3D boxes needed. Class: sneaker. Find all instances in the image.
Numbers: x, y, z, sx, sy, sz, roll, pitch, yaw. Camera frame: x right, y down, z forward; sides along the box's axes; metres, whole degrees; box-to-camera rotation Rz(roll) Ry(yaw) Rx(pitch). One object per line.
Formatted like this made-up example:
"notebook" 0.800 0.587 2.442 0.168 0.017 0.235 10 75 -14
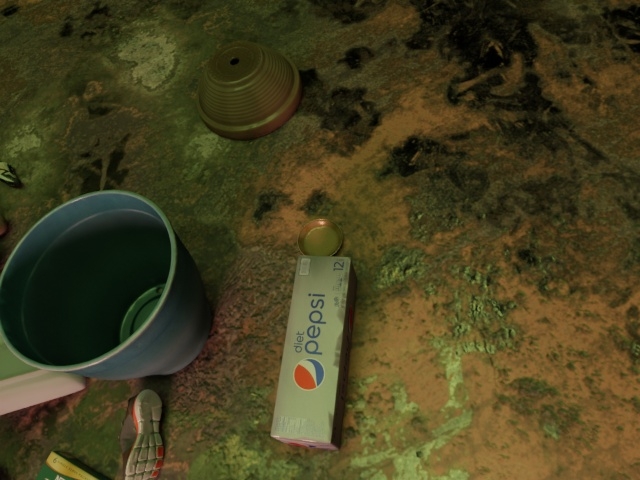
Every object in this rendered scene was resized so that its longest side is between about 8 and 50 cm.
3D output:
"sneaker" -0.294 0.324 0.854 0.065 0.061 0.157 -20 56 33
"sneaker" -0.705 -0.153 1.187 0.109 0.040 0.043 26 70 23

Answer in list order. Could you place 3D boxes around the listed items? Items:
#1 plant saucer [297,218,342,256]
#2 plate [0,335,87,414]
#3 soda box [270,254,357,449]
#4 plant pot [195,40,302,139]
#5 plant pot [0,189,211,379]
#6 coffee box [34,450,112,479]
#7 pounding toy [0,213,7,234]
"plant saucer" 0.000 0.000 0.966 0.083 0.015 0.083 -5 63 10
"plate" -0.572 0.172 0.883 0.277 0.278 0.045 44 121 28
"soda box" -0.003 0.171 0.833 0.091 0.098 0.286 2 64 12
"plant pot" -0.163 -0.340 1.123 0.237 0.109 0.237 -5 63 9
"plant pot" -0.302 0.102 0.845 0.272 0.255 0.271 -5 62 10
"coffee box" -0.419 0.437 0.822 0.113 0.040 0.184 20 69 21
"pounding toy" -0.716 0.061 1.062 0.183 0.110 0.237 -25 33 9
